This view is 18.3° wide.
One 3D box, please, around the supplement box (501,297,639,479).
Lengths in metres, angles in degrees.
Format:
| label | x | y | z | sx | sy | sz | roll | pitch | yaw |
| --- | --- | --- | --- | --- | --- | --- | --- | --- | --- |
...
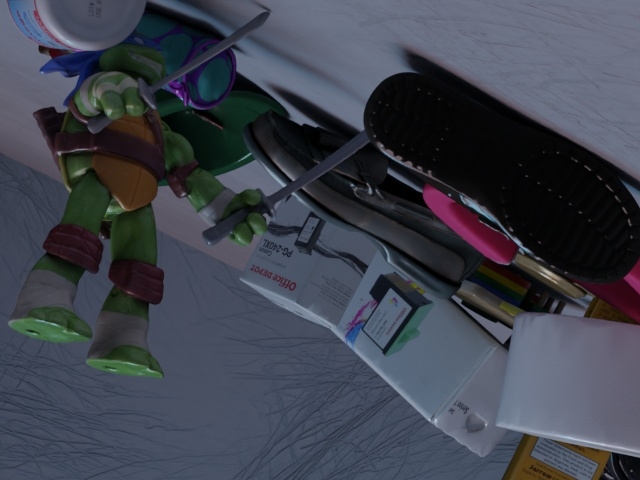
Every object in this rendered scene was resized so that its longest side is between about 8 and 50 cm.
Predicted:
| label | x | y | z | sx | sy | sz | roll | pitch | yaw |
| --- | --- | --- | --- | --- | --- | --- | --- | --- | --- |
| supplement box | 0.240 | 0.158 | 1.819 | 0.080 | 0.233 | 0.078 | 25 | 174 | 2 |

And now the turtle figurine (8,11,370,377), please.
| label | x | y | z | sx | sy | sz | roll | pitch | yaw |
| --- | --- | --- | --- | --- | --- | --- | --- | --- | --- |
| turtle figurine | -0.116 | -0.037 | 1.517 | 0.274 | 0.266 | 0.198 | 12 | 164 | 7 |

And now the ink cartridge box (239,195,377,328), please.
| label | x | y | z | sx | sy | sz | roll | pitch | yaw |
| --- | --- | --- | --- | --- | --- | --- | --- | --- | --- |
| ink cartridge box | 0.000 | 0.000 | 1.991 | 0.063 | 0.150 | 0.109 | 32 | 173 | -36 |

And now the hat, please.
| label | x | y | z | sx | sy | sz | roll | pitch | yaw |
| --- | --- | --- | --- | --- | --- | --- | --- | --- | --- |
| hat | -0.152 | -0.166 | 1.880 | 0.208 | 0.184 | 0.173 | -13 | 156 | -4 |

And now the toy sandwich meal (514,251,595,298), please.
| label | x | y | z | sx | sy | sz | roll | pitch | yaw |
| --- | --- | --- | --- | --- | --- | --- | --- | --- | --- |
| toy sandwich meal | 0.215 | 0.025 | 1.812 | 0.085 | 0.029 | 0.085 | 32 | 178 | 1 |

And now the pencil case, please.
| label | x | y | z | sx | sy | sz | roll | pitch | yaw |
| --- | --- | --- | --- | --- | --- | --- | --- | --- | --- |
| pencil case | -0.145 | -0.160 | 1.687 | 0.151 | 0.070 | 0.064 | 23 | 135 | 35 |

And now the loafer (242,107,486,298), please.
| label | x | y | z | sx | sy | sz | roll | pitch | yaw |
| --- | --- | --- | --- | --- | --- | --- | --- | --- | --- |
| loafer | 0.049 | -0.049 | 1.802 | 0.267 | 0.084 | 0.096 | 36 | -157 | -28 |

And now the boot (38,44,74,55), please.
| label | x | y | z | sx | sy | sz | roll | pitch | yaw |
| --- | --- | --- | --- | --- | --- | --- | --- | --- | --- |
| boot | -0.234 | -0.189 | 2.016 | 0.087 | 0.042 | 0.118 | 28 | 175 | -19 |

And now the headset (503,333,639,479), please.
| label | x | y | z | sx | sy | sz | roll | pitch | yaw |
| --- | --- | --- | --- | --- | --- | --- | --- | --- | --- |
| headset | 0.362 | 0.255 | 2.344 | 0.394 | 0.185 | 0.243 | 40 | 176 | 4 |

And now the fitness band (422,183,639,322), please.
| label | x | y | z | sx | sy | sz | roll | pitch | yaw |
| --- | --- | --- | --- | --- | --- | --- | --- | --- | --- |
| fitness band | 0.196 | 0.003 | 1.571 | 0.209 | 0.054 | 0.291 | 25 | 174 | 33 |

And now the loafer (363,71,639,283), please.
| label | x | y | z | sx | sy | sz | roll | pitch | yaw |
| --- | --- | --- | --- | --- | --- | --- | --- | --- | --- |
| loafer | 0.129 | -0.049 | 1.378 | 0.220 | 0.080 | 0.078 | 34 | -177 | -6 |

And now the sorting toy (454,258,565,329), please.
| label | x | y | z | sx | sy | sz | roll | pitch | yaw |
| --- | --- | --- | --- | --- | --- | --- | --- | --- | --- |
| sorting toy | 0.194 | 0.058 | 2.077 | 0.132 | 0.046 | 0.274 | 31 | 177 | -23 |

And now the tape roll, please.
| label | x | y | z | sx | sy | sz | roll | pitch | yaw |
| --- | --- | --- | --- | --- | --- | --- | --- | --- | --- |
| tape roll | 0.292 | 0.134 | 1.644 | 0.286 | 0.100 | 0.286 | 11 | 174 | 1 |

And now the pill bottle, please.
| label | x | y | z | sx | sy | sz | roll | pitch | yaw |
| --- | --- | --- | --- | --- | --- | --- | --- | --- | --- |
| pill bottle | -0.197 | -0.193 | 1.556 | 0.087 | 0.087 | 0.160 | 31 | 174 | -21 |

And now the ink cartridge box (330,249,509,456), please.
| label | x | y | z | sx | sy | sz | roll | pitch | yaw |
| --- | --- | --- | --- | --- | --- | --- | --- | --- | --- |
| ink cartridge box | 0.100 | 0.100 | 2.254 | 0.278 | 0.117 | 0.201 | 42 | -178 | 28 |
